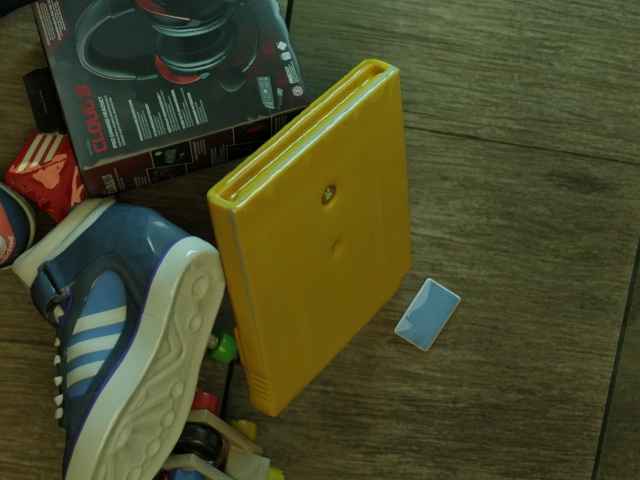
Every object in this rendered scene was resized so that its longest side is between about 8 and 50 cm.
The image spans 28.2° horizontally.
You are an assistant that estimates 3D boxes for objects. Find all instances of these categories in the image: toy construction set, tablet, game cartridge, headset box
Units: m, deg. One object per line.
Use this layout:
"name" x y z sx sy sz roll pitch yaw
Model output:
"toy construction set" -0.120 0.315 1.479 0.237 0.308 0.257 31 118 -25
"tablet" 0.137 0.095 1.630 0.054 0.006 0.083 32 94 -15
"game cartridge" 0.000 0.000 1.432 0.285 0.053 0.323 -43 144 -33
"headset box" -0.179 -0.186 1.422 0.293 0.110 0.218 -16 75 -7

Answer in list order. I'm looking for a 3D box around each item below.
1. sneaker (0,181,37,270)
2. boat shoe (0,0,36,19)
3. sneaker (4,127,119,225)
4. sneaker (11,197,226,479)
"sneaker" -0.485 -0.066 1.384 0.350 0.148 0.131 22 99 0
"boat shoe" -0.365 -0.291 1.364 0.258 0.089 0.109 -20 71 26
"sneaker" -0.301 -0.031 1.493 0.128 0.087 0.221 -1 88 -3
"sneaker" -0.253 0.111 1.384 0.130 0.236 0.322 22 90 -58
